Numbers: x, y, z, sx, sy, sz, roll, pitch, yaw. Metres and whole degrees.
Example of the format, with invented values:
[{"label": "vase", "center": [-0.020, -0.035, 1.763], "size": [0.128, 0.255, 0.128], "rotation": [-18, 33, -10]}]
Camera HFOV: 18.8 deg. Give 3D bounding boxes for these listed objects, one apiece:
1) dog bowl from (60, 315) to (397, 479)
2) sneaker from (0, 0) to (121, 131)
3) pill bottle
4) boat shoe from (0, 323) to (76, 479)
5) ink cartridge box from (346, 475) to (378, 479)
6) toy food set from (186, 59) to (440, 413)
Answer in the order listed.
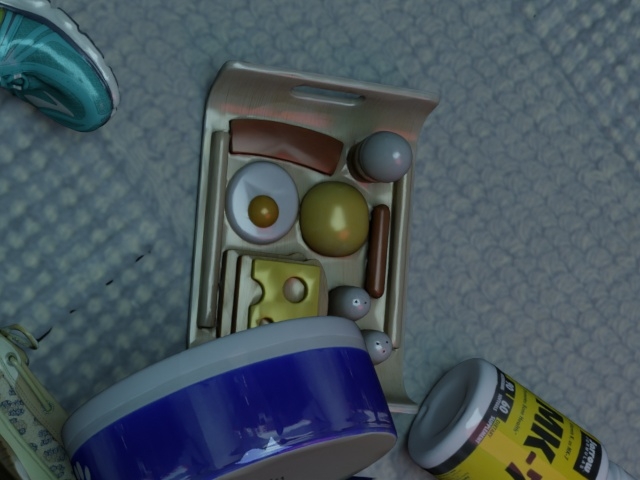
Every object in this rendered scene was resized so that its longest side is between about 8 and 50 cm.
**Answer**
[{"label": "dog bowl", "center": [-0.074, 0.163, 1.599], "size": [0.265, 0.265, 0.104], "rotation": [-14, 72, -23]}, {"label": "sneaker", "center": [-0.304, -0.167, 1.665], "size": [0.275, 0.107, 0.110], "rotation": [30, 47, -7]}, {"label": "pill bottle", "center": [0.197, 0.214, 1.835], "size": [0.208, 0.119, 0.119], "rotation": [35, 73, -16]}, {"label": "boat shoe", "center": [-0.269, 0.140, 1.668], "size": [0.089, 0.104, 0.285], "rotation": [-40, 112, -30]}, {"label": "ink cartridge box", "center": [-0.101, 0.309, 1.677], "size": [0.333, 0.165, 0.065], "rotation": [-29, 96, -21]}, {"label": "toy food set", "center": [0.000, 0.000, 1.789], "size": [0.220, 0.092, 0.306], "rotation": [7, 82, -22]}]
